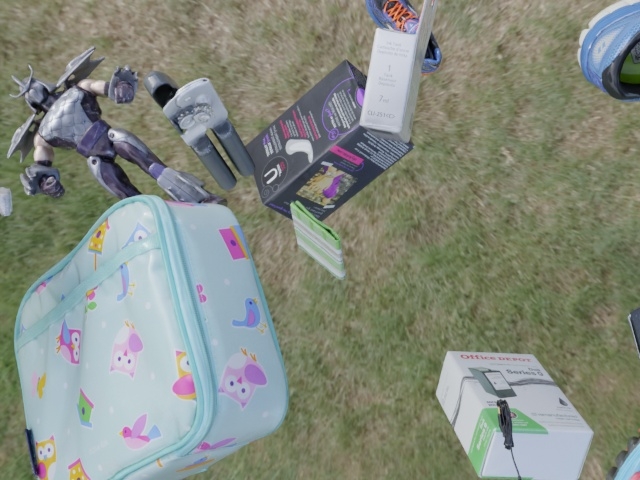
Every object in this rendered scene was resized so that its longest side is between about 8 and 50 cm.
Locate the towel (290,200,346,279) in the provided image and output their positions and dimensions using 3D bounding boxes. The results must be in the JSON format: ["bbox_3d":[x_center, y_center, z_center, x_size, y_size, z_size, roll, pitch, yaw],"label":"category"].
[{"bbox_3d":[0.000,0.000,1.467,0.113,0.152,0.023,39,71,21],"label":"towel"}]

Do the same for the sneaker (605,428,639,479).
[{"bbox_3d":[0.258,0.223,0.568,0.125,0.104,0.262,18,118,44],"label":"sneaker"}]

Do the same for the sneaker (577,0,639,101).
[{"bbox_3d":[0.432,-0.217,0.866,0.330,0.147,0.130,-23,114,22],"label":"sneaker"}]

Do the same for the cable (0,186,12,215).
[{"bbox_3d":[-0.370,0.011,0.709,0.089,0.257,0.257,39,91,-32],"label":"cable"}]

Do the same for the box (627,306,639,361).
[{"bbox_3d":[1.038,0.243,1.882,0.472,0.297,0.480,24,136,-31],"label":"box"}]

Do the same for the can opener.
[{"bbox_3d":[-0.161,-0.159,1.230,0.074,0.280,0.093,-36,66,-3],"label":"can opener"}]

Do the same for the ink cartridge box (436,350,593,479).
[{"bbox_3d":[0.380,0.347,1.741,0.211,0.289,0.121,4,112,-14],"label":"ink cartridge box"}]

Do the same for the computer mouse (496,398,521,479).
[{"bbox_3d":[0.306,0.379,1.392,0.041,0.071,0.242,-10,78,6],"label":"computer mouse"}]

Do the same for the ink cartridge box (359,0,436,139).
[{"bbox_3d":[0.127,-0.288,1.313,0.066,0.296,0.261,12,95,7],"label":"ink cartridge box"}]

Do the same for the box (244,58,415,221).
[{"bbox_3d":[0.013,-0.175,1.613,0.270,0.143,0.165,-37,49,23],"label":"box"}]

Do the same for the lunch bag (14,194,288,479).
[{"bbox_3d":[-0.163,0.097,0.734,0.279,0.108,0.224,-33,67,38],"label":"lunch bag"}]

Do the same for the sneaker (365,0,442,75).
[{"bbox_3d":[0.175,-0.430,1.714,0.083,0.087,0.221,-44,102,-2],"label":"sneaker"}]

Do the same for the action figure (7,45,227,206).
[{"bbox_3d":[-0.241,-0.102,0.982,0.285,0.099,0.185,40,103,0],"label":"action figure"}]
